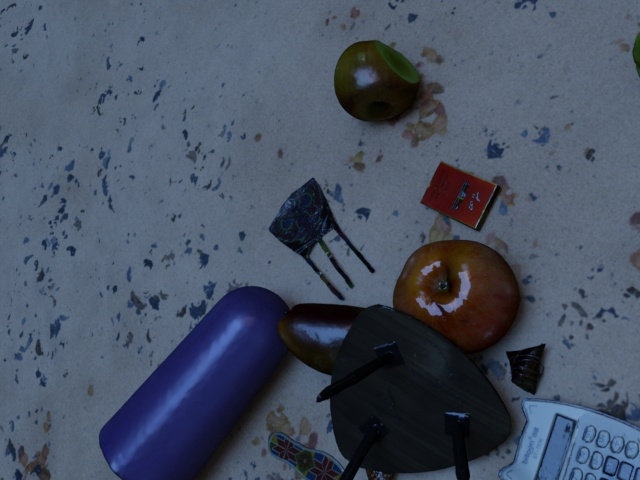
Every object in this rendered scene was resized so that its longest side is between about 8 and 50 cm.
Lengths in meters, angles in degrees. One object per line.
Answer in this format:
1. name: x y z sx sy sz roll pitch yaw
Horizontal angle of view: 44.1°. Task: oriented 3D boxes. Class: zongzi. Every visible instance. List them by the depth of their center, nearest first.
1. zongzi: 0.342 0.198 1.290 0.073 0.067 0.083 -38 40 29

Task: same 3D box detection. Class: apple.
1. apple: 0.225 0.091 1.334 0.209 0.164 0.209 -11 68 30
2. apple: 0.106 -0.320 1.555 0.163 0.146 0.147 -16 63 33

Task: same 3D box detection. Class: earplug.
1. earplug: -0.228 0.283 1.580 0.456 0.215 0.215 -51 54 8

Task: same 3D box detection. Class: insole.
1. insole: -0.029 0.422 1.514 0.193 0.006 0.065 19 88 37

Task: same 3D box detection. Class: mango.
1. mango: 0.049 0.187 1.457 0.267 0.111 0.133 7 81 19

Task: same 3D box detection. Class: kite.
1. kite: 0.000 0.000 1.614 0.152 0.015 0.285 -50 54 13

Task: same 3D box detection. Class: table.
1. table: 0.096 0.318 1.220 0.317 0.249 0.317 7 111 19

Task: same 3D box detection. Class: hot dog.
1. hot dog: 0.101 0.397 1.410 0.058 0.035 0.083 -30 62 25

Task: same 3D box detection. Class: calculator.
1. calculator: 0.415 0.349 1.199 0.268 0.040 0.177 18 87 37

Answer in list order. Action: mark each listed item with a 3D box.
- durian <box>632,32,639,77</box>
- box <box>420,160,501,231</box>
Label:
1. durian: 0.586 -0.225 1.151 0.256 0.204 0.339 -17 65 43
2. box: 0.256 -0.083 1.453 0.133 0.023 0.090 31 97 38
